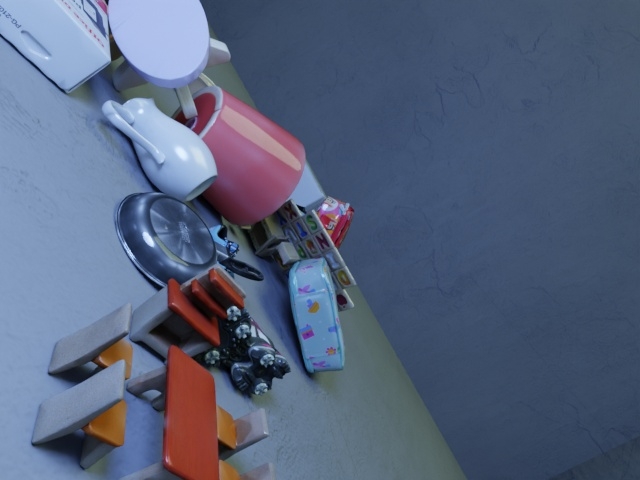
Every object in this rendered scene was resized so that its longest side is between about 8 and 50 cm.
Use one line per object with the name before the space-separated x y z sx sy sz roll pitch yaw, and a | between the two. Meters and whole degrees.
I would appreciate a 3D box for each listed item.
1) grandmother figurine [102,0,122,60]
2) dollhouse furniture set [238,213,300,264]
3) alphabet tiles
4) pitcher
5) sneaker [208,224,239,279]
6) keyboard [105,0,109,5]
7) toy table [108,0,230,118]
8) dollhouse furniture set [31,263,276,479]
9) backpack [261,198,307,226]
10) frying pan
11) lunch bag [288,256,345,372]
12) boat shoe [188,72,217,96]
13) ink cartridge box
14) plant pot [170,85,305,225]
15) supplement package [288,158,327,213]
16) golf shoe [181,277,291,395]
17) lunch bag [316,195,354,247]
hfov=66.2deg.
grandmother figurine | -0.524 -0.567 1.060 0.342 0.104 0.207 59 -20 16
dollhouse furniture set | -0.174 0.000 1.308 0.161 0.101 0.181 6 51 -50
alphabet tiles | -0.040 0.058 1.392 0.285 0.011 0.342 -27 -86 53
pitcher | -0.301 -0.173 0.919 0.207 0.126 0.178 50 14 -3
sneaker | -0.195 0.032 0.976 0.162 0.073 0.063 65 9 28
keyboard | -0.479 -0.593 1.312 0.317 0.033 0.201 5 60 -59
toy table | -0.313 -0.388 0.994 0.161 0.253 0.274 103 -23 -71
dollhouse furniture set | -0.149 0.156 0.565 0.262 0.135 0.259 54 10 -38
backpack | -0.134 -0.082 1.577 0.182 0.152 0.115 47 5 -14
frying pan | -0.199 0.033 0.838 0.326 0.053 0.197 40 26 -31
lunch bag | -0.007 0.189 1.253 0.224 0.108 0.278 -90 169 -82
boat shoe | -0.342 -0.397 1.551 0.302 0.109 0.098 61 4 -34
ink cartridge box | -0.448 -0.388 0.815 0.172 0.100 0.237 51 12 -49
plant pot | -0.215 -0.205 1.144 0.243 0.275 0.274 38 21 -43
supplement package | -0.107 -0.200 1.940 0.261 0.204 0.145 63 7 24
golf shoe | -0.156 0.146 0.795 0.120 0.105 0.272 45 -12 49
lunch bag | 0.000 0.000 1.583 0.120 0.292 0.258 27 4 6
